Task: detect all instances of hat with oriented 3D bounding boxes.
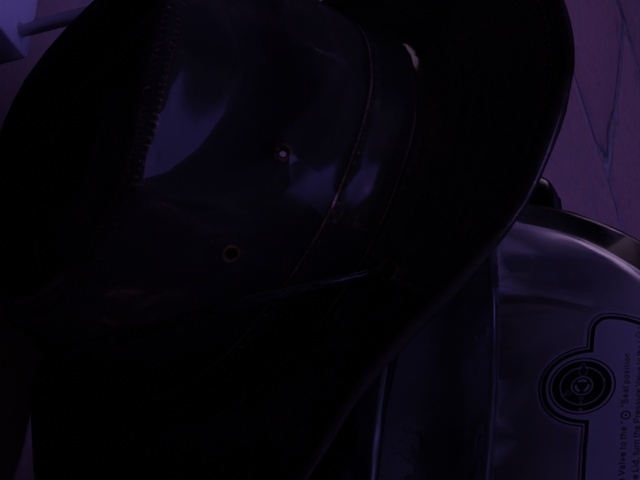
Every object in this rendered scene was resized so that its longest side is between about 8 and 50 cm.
[{"bbox_3d":[-0.059,-0.035,0.803,0.134,0.331,0.331,37,40,-29],"label":"hat"}]

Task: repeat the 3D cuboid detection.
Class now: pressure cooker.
[{"bbox_3d":[0.080,0.192,0.924,0.370,0.375,0.420,45,-8,42],"label":"pressure cooker"}]

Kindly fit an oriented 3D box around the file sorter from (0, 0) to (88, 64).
[{"bbox_3d":[-0.113,-0.266,0.903,0.193,0.173,0.278,55,32,-48],"label":"file sorter"}]
